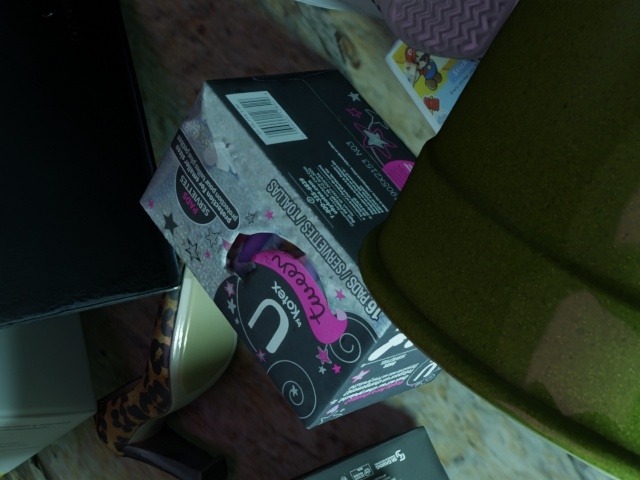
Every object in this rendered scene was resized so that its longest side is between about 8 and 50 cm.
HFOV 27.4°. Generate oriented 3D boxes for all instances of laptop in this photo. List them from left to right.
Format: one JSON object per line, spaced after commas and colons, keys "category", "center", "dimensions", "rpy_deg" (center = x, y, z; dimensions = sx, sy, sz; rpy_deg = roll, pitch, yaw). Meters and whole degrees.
{"category": "laptop", "center": [-0.375, -0.050, 1.290], "dimensions": [0.408, 0.236, 0.382], "rpy_deg": [-35, 62, 44]}

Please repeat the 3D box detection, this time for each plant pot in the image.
{"category": "plant pot", "center": [0.252, -0.082, 0.682], "dimensions": [0.366, 0.366, 0.353], "rpy_deg": [33, 110, 34]}

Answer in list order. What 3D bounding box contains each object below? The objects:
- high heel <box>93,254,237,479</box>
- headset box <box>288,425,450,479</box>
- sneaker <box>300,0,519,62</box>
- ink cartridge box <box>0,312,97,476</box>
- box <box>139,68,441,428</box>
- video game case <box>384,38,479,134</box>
{"category": "high heel", "center": [-0.173, 0.110, 1.287], "dimensions": [0.186, 0.093, 0.261], "rpy_deg": [19, 119, 38]}
{"category": "headset box", "center": [-0.032, 0.265, 1.102], "dimensions": [0.293, 0.218, 0.110], "rpy_deg": [-33, 77, 44]}
{"category": "sneaker", "center": [0.055, -0.218, 0.929], "dimensions": [0.366, 0.210, 0.137], "rpy_deg": [15, 106, 16]}
{"category": "ink cartridge box", "center": [-0.427, 0.127, 1.456], "dimensions": [0.385, 0.160, 0.279], "rpy_deg": [-34, 63, 43]}
{"category": "box", "center": [0.000, 0.000, 1.040], "dimensions": [0.247, 0.163, 0.142], "rpy_deg": [50, 128, 23]}
{"category": "video game case", "center": [0.166, -0.129, 0.946], "dimensions": [0.206, 0.026, 0.227], "rpy_deg": [57, 133, 17]}
